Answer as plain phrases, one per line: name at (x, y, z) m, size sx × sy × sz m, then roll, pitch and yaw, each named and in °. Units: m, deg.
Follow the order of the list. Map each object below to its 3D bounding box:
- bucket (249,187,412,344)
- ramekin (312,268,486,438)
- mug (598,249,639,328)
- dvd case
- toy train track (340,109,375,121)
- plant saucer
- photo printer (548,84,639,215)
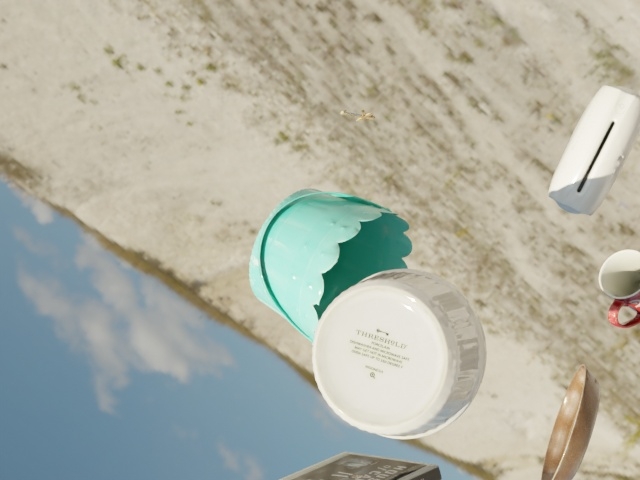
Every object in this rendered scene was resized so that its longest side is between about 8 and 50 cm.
bucket at (0.015, 0.045, 1.604) m, size 0.183 × 0.281 × 0.281 m, roll 24°, pitch 174°, yaw 33°
ramekin at (0.110, 0.177, 1.359) m, size 0.273 × 0.273 × 0.127 m, roll 44°, pitch -166°, yaw 19°
mug at (0.679, 0.115, 1.903) m, size 0.169 × 0.150 × 0.113 m, roll 30°, pitch -158°, yaw -39°
dvd case at (0.043, 0.377, 1.365) m, size 0.238 × 0.179 × 0.030 m, roll -12°, pitch 91°, yaw 54°
toy train track at (0.078, -0.263, 1.827) m, size 0.083 × 0.014 × 0.048 m, roll 4°, pitch 165°, yaw -35°
plant saucer at (0.319, 0.240, 1.115) m, size 0.029 × 0.168 × 0.168 m, roll 20°, pitch -179°, yaw 10°
photo printer at (0.538, -0.175, 1.727) m, size 0.107 × 0.256 × 0.307 m, roll 26°, pitch -168°, yaw 11°
